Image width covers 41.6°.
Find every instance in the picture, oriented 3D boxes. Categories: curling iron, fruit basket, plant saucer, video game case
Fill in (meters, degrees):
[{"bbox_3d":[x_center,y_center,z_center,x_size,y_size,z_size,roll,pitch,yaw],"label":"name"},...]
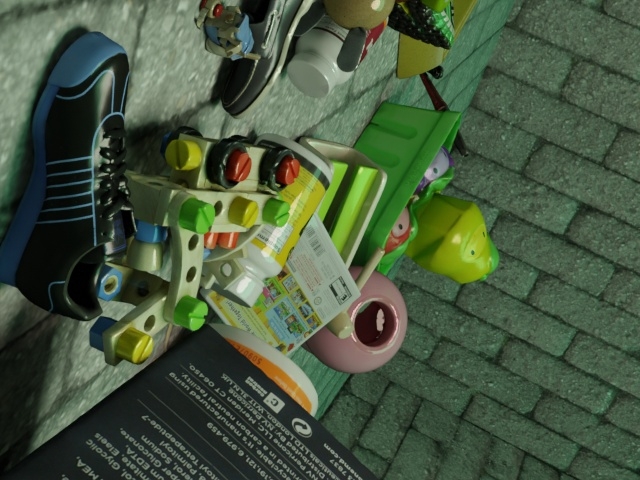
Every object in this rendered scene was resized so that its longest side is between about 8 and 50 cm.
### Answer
[{"bbox_3d":[0.270,-0.299,1.850,0.068,0.035,0.274,-51,-132,52],"label":"curling iron"},{"bbox_3d":[0.214,-0.057,1.738,0.392,0.392,0.283,-57,167,-26],"label":"fruit basket"},{"bbox_3d":[0.264,-0.508,1.655,0.333,0.081,0.333,-60,169,-15],"label":"plant saucer"},{"bbox_3d":[-0.054,0.080,1.302,0.206,0.026,0.227,-39,137,-9],"label":"video game case"}]

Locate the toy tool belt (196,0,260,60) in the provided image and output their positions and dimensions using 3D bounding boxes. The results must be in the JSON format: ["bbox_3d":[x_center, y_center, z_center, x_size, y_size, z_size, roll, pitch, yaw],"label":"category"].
[{"bbox_3d":[-0.086,-0.209,0.839,0.052,0.051,0.083,-61,168,-12],"label":"toy tool belt"}]

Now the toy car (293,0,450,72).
[{"bbox_3d":[0.055,-0.303,1.038,0.188,0.155,0.149,-53,168,-1],"label":"toy car"}]

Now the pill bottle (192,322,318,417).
[{"bbox_3d":[-0.188,0.328,1.166,0.392,0.224,0.224,-56,167,-32],"label":"pill bottle"}]

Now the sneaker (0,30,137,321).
[{"bbox_3d":[-0.184,-0.044,0.676,0.232,0.090,0.081,-67,168,21],"label":"sneaker"}]

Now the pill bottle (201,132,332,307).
[{"bbox_3d":[-0.081,-0.025,1.107,0.208,0.119,0.119,-60,168,-12],"label":"pill bottle"}]

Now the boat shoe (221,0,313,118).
[{"bbox_3d":[-0.067,-0.232,0.910,0.065,0.075,0.206,18,109,-35],"label":"boat shoe"}]

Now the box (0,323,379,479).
[{"bbox_3d":[-0.223,0.392,0.704,0.480,0.297,0.472,-50,176,24],"label":"box"}]

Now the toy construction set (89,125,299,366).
[{"bbox_3d":[-0.125,-0.006,0.872,0.328,0.151,0.215,-27,132,-77],"label":"toy construction set"}]

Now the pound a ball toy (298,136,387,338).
[{"bbox_3d":[0.000,0.000,1.403,0.208,0.136,0.319,5,117,-40],"label":"pound a ball toy"}]

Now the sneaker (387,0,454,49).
[{"bbox_3d":[0.171,-0.410,1.326,0.146,0.134,0.343,-63,168,-4],"label":"sneaker"}]

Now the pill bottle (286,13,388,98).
[{"bbox_3d":[0.020,-0.261,1.110,0.152,0.086,0.086,-57,167,-26],"label":"pill bottle"}]

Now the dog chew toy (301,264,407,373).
[{"bbox_3d":[0.029,0.149,1.680,0.206,0.207,0.332,-61,-158,-12],"label":"dog chew toy"}]
